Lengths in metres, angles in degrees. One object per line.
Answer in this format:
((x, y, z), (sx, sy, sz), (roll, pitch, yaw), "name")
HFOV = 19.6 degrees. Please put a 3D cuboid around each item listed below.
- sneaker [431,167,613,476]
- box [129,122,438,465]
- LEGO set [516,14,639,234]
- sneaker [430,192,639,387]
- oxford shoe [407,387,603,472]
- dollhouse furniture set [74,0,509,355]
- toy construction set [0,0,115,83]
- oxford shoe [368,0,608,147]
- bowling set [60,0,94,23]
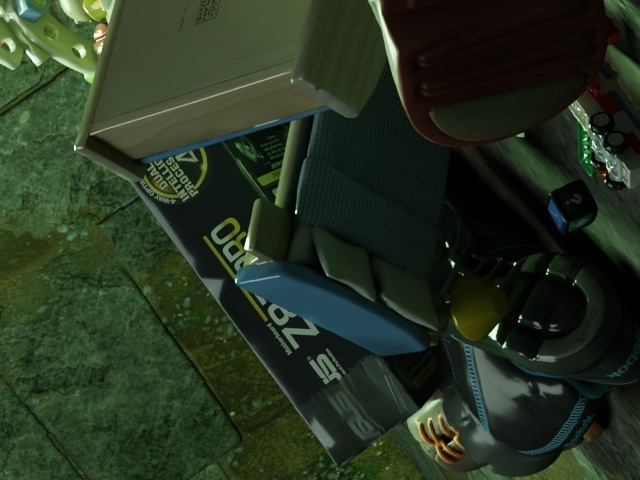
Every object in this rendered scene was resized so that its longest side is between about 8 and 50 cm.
((0.112, 0.010, 1.437), (0.341, 0.125, 0.139), (56, 147, 12), "sneaker")
((0.000, 0.000, 1.616), (0.318, 0.097, 0.395), (52, -164, 1), "box")
((0.114, -0.115, 0.954), (0.182, 0.060, 0.244), (-150, 37, -76), "LEGO set")
((0.124, 0.043, 1.295), (0.106, 0.101, 0.267), (28, -179, -41), "sneaker")
((0.157, 0.160, 1.668), (0.130, 0.133, 0.363), (53, 174, 6), "oxford shoe")
((0.048, -0.111, 1.149), (0.198, 0.286, 0.303), (-12, 148, 44), "dollhouse furniture set")
((-0.189, -0.215, 1.757), (0.328, 0.215, 0.151), (-9, 92, 47), "toy construction set")
((0.042, -0.178, 0.728), (0.348, 0.123, 0.130), (83, 168, -58), "oxford shoe")
((-0.184, -0.258, 1.935), (0.287, 0.154, 0.200), (58, 174, -33), "bowling set")
